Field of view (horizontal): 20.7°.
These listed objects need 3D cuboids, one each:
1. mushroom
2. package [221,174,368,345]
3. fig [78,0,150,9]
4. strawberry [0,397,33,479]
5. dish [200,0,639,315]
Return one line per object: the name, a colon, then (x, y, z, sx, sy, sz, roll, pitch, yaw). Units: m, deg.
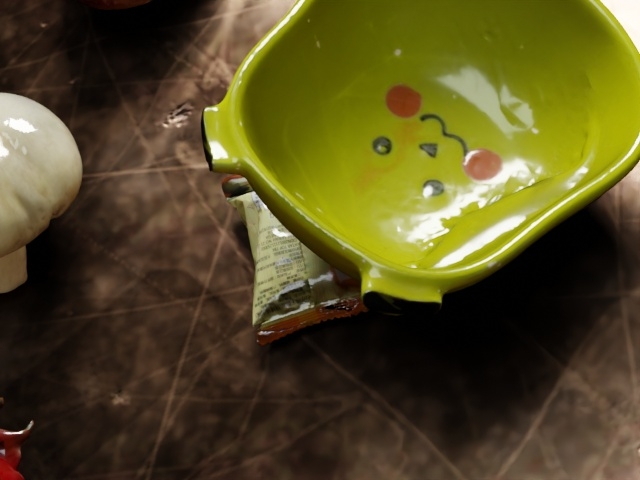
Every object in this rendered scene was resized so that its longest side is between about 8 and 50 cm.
mushroom: (-0.225, -0.026, 1.130, 0.154, 0.122, 0.154, -18, 18, 6)
package: (0.000, -0.002, 1.097, 0.108, 0.031, 0.121, -17, 58, 5)
fig: (-0.127, -0.219, 1.240, 0.119, 0.153, 0.119, 3, 94, 44)
strawberry: (-0.260, 0.207, 0.983, 0.253, 0.150, 0.280, -8, 58, 36)
dish: (0.061, -0.057, 1.043, 0.221, 0.108, 0.262, 38, 61, 16)
